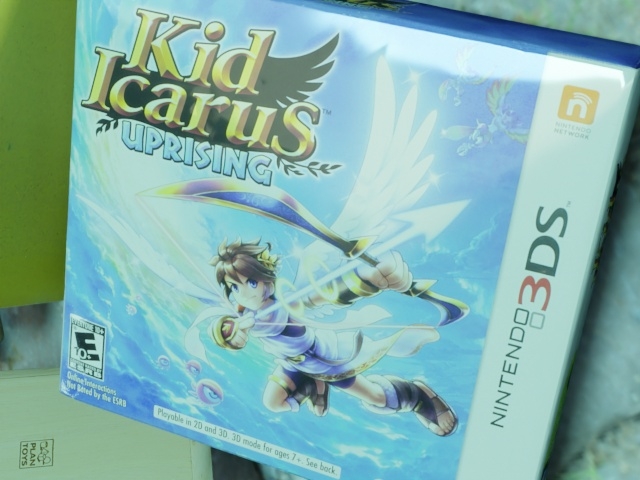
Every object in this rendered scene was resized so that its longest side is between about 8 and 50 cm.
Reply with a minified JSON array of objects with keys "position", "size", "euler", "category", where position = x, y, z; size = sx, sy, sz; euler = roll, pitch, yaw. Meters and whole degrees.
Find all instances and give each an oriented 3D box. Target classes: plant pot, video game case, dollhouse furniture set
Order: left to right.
[{"position":[-0.199,-0.097,0.617],"size":[0.212,0.212,0.187],"euler":[34,107,23],"category":"plant pot"},{"position":[-0.180,0.184,0.755],"size":[0.303,0.198,0.286],"euler":[98,167,-49],"category":"dollhouse furniture set"},{"position":[0.000,0.000,0.543],"size":[0.270,0.061,0.244],"euler":[15,112,17],"category":"video game case"}]
